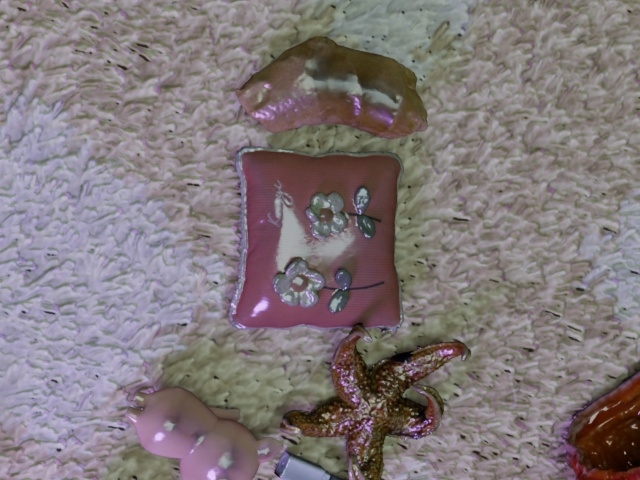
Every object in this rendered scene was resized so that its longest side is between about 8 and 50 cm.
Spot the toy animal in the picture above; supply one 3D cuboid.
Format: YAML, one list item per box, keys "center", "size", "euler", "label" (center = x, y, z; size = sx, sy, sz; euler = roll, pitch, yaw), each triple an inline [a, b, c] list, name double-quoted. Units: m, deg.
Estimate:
- center: [-0.119, 0.194, 1.328]
  size: [0.150, 0.089, 0.083]
  euler: [30, 92, -1]
  label: "toy animal"

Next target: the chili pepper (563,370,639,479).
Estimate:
- center: [0.420, 0.254, 1.351]
  size: [0.251, 0.229, 0.305]
  euler: [-42, 100, 12]
  label: "chili pepper"

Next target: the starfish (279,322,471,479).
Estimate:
- center: [0.056, 0.148, 1.354]
  size: [0.190, 0.074, 0.146]
  euler: [-42, 106, -3]
  label: "starfish"

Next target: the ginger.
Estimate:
- center: [0.013, -0.143, 1.336]
  size: [0.190, 0.069, 0.095]
  euler: [8, 87, -9]
  label: "ginger"

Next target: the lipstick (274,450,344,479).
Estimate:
- center: [0.008, 0.242, 1.381]
  size: [0.107, 0.025, 0.025]
  euler: [25, 89, -16]
  label: "lipstick"

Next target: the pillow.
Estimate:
- center: [0.000, 0.000, 1.339]
  size: [0.171, 0.075, 0.179]
  euler: [1, 93, -11]
  label: "pillow"
